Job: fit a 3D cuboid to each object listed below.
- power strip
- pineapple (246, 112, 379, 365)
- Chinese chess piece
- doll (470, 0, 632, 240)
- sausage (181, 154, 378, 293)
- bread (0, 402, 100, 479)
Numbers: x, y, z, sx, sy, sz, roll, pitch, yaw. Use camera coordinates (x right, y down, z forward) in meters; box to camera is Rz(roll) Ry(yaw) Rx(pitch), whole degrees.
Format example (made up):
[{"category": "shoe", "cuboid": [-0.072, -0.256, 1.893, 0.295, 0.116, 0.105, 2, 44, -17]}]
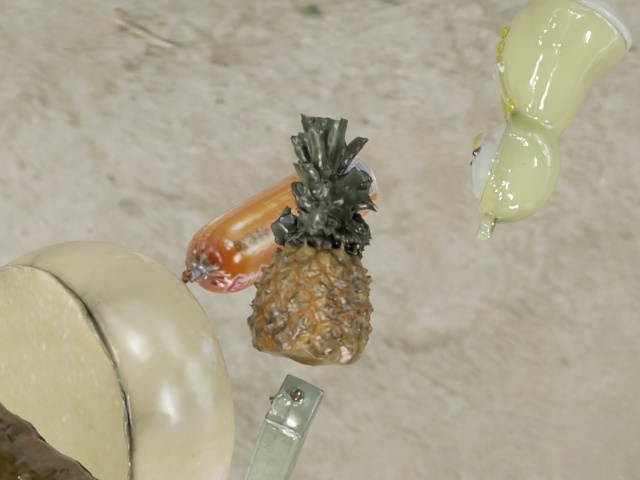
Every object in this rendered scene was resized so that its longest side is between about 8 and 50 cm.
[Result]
[{"category": "power strip", "cuboid": [-0.054, 0.256, 1.786, 0.052, 0.272, 0.078, 25, 50, 6]}, {"category": "pineapple", "cuboid": [-0.001, 0.000, 1.506, 0.128, 0.128, 0.248, 11, 78, -16]}, {"category": "Chinese chess piece", "cuboid": [-0.235, 0.169, 1.498, 0.140, 0.338, 0.338, -8, 102, -44]}, {"category": "doll", "cuboid": [0.205, -0.137, 1.443, 0.117, 0.141, 0.296, 29, 77, 3]}, {"category": "sausage", "cuboid": [-0.054, -0.015, 1.766, 0.312, 0.093, 0.093, -33, 109, -47]}, {"category": "bread", "cuboid": [-0.141, 0.134, 0.590, 0.113, 0.416, 0.165, -42, 148, -25]}]
